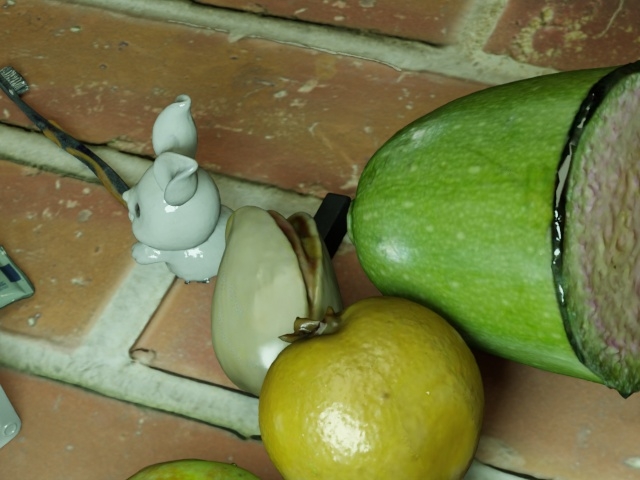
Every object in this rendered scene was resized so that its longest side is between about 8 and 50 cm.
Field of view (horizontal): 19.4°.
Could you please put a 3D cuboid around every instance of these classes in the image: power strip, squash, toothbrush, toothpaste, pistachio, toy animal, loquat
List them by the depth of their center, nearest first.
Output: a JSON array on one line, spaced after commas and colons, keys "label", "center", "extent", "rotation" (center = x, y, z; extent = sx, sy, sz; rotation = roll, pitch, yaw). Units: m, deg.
[{"label": "loquat", "center": [0.046, 0.151, 1.699], "extent": [0.208, 0.208, 0.208], "rotation": [-8, 49, 9]}, {"label": "squash", "center": [0.188, -0.014, 1.802], "extent": [0.309, 0.310, 0.310], "rotation": [3, 48, 42]}, {"label": "pistachio", "center": [-0.041, 0.065, 1.846], "extent": [0.144, 0.144, 0.215], "rotation": [-11, 65, 6]}, {"label": "toy animal", "center": [-0.159, -0.054, 1.931], "extent": [0.131, 0.221, 0.104], "rotation": [2, 55, 15]}, {"label": "power strip", "center": [0.000, 0.000, 1.962], "extent": [0.029, 0.038, 0.111], "rotation": [13, 54, 26]}, {"label": "toothpaste", "center": [-0.434, 0.098, 1.988], "extent": [0.268, 0.047, 0.069], "rotation": [-34, 31, -17]}, {"label": "toothbrush", "center": [-0.295, -0.118, 2.152], "extent": [0.031, 0.023, 0.321], "rotation": [-36, 50, -12]}]

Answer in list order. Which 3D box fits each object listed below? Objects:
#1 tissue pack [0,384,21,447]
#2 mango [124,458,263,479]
[{"label": "tissue pack", "center": [-0.420, 0.129, 1.824], "extent": [0.159, 0.246, 0.136], "rotation": [-39, 53, -19]}, {"label": "mango", "center": [-0.122, 0.364, 1.579], "extent": [0.225, 0.201, 0.382], "rotation": [2, 61, -1]}]
